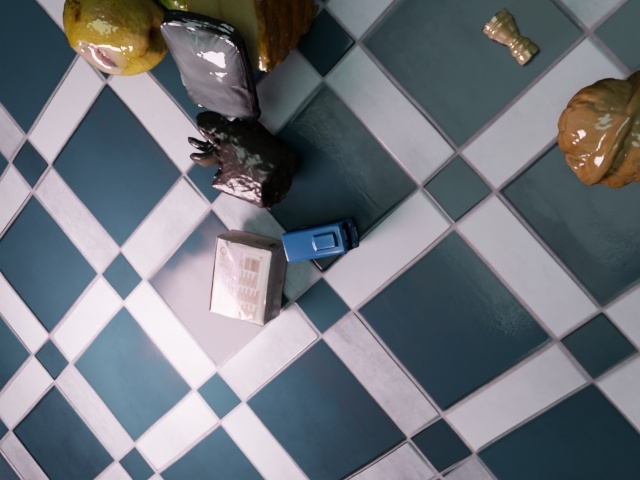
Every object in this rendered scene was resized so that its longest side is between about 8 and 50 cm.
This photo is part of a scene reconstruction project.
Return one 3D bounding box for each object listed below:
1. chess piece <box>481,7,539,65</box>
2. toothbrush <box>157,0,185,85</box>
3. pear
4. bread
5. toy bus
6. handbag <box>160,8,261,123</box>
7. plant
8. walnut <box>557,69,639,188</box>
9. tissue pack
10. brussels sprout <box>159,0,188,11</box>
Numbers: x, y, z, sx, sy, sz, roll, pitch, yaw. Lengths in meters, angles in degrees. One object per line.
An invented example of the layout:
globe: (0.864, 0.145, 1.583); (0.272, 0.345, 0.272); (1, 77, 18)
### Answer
chess piece: (0.422, -0.446, 1.286); (0.122, 0.066, 0.066); (47, 115, 0)
toothbrush: (-0.415, -0.575, 1.629); (0.026, 0.024, 0.288); (-15, 96, 11)
pear: (-0.540, -0.567, 1.558); (0.271, 0.271, 0.271); (5, 104, 22)
bread: (-0.157, -0.572, 1.333); (0.207, 0.279, 0.279); (14, 143, 18)
toy bus: (0.000, 0.000, 1.544); (0.185, 0.106, 0.090); (-11, 95, 25)
handbag: (-0.243, -0.384, 1.336); (0.192, 0.332, 0.075); (17, 69, 9)
plant: (-0.207, -0.214, 1.531); (0.276, 0.199, 0.188); (35, 119, 14)
walnut: (0.593, -0.220, 1.159); (0.224, 0.257, 0.257); (28, 111, 16)
tissue pack: (-0.204, 0.102, 1.643); (0.185, 0.124, 0.225); (14, 107, 20)
brussels sprout: (-0.376, -0.674, 1.533); (0.152, 0.122, 0.149); (7, 108, 22)
